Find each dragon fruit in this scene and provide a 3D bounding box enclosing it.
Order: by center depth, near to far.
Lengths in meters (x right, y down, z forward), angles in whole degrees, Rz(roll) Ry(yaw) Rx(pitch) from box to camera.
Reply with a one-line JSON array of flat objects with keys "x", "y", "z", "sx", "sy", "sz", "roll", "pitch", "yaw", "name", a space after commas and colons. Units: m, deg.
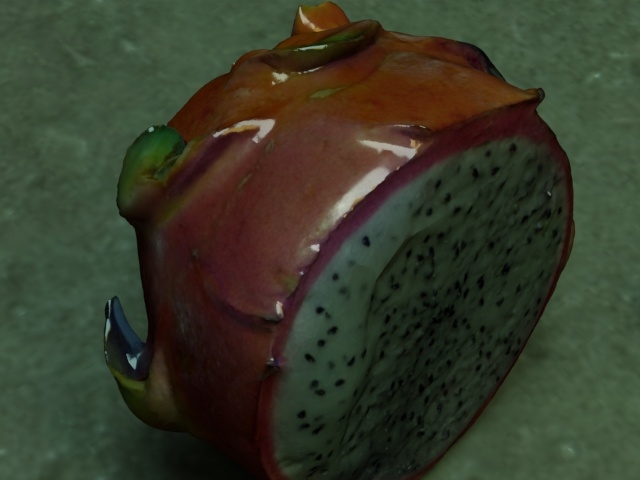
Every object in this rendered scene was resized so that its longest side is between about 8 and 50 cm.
[{"x": 0.000, "y": 0.000, "z": 0.855, "sx": 0.189, "sy": 0.290, "sz": 0.290, "roll": 32, "pitch": 56, "yaw": 30, "name": "dragon fruit"}]
